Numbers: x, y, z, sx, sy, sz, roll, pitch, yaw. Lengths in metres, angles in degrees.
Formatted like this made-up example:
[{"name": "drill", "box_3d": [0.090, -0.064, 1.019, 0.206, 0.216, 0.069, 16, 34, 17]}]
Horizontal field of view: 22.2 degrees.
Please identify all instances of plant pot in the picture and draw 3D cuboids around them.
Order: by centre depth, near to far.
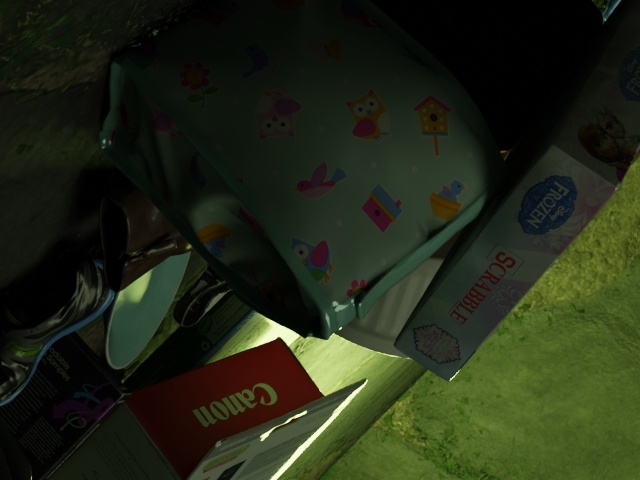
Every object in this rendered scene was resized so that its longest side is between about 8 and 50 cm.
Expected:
[{"name": "plant pot", "box_3d": [0.101, -0.188, 1.458, 0.167, 0.188, 0.187, -18, 154, -38]}]

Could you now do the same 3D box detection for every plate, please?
[{"name": "plate", "box_3d": [-0.167, 0.032, 1.553, 0.188, 0.024, 0.188, 21, 90, -80]}]

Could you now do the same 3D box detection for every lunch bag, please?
[{"name": "lunch bag", "box_3d": [-0.009, -0.069, 1.287, 0.223, 0.262, 0.160, -37, 165, -29]}]

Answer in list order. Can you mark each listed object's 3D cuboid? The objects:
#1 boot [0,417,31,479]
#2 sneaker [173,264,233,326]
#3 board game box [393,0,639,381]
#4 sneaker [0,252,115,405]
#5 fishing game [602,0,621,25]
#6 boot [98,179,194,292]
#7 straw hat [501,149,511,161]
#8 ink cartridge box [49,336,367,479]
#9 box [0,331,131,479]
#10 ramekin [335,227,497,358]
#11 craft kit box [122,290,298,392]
[{"name": "boot", "box_3d": [-0.485, 0.285, 1.259, 0.445, 0.146, 0.367, -35, 157, 36]}, {"name": "sneaker", "box_3d": [-0.122, 0.051, 1.833, 0.109, 0.040, 0.044, -41, -177, 5]}, {"name": "board game box", "box_3d": [0.211, -0.073, 1.418, 0.319, 0.066, 0.318, -56, 179, -38]}, {"name": "sneaker", "box_3d": [-0.267, 0.077, 1.446, 0.188, 0.067, 0.078, -43, 147, 2]}, {"name": "fishing game", "box_3d": [0.429, -0.331, 2.256, 0.189, 0.041, 0.264, -43, 159, -5]}, {"name": "boot", "box_3d": [-0.121, -0.021, 1.469, 0.207, 0.090, 0.248, -42, 157, -30]}, {"name": "straw hat", "box_3d": [0.247, -0.138, 2.266, 0.144, 0.061, 0.144, -57, 167, -20]}, {"name": "ink cartridge box", "box_3d": [-0.133, 0.229, 1.899, 0.272, 0.130, 0.309, -48, 162, 30]}, {"name": "box", "box_3d": [-0.272, 0.159, 1.540, 0.162, 0.116, 0.029, -45, 169, 9]}, {"name": "ramekin", "box_3d": [0.096, -0.004, 1.829, 0.273, 0.273, 0.127, -31, 150, -42]}, {"name": "craft kit box", "box_3d": [-0.090, 0.106, 1.994, 0.250, 0.061, 0.246, -44, 162, 19]}]
